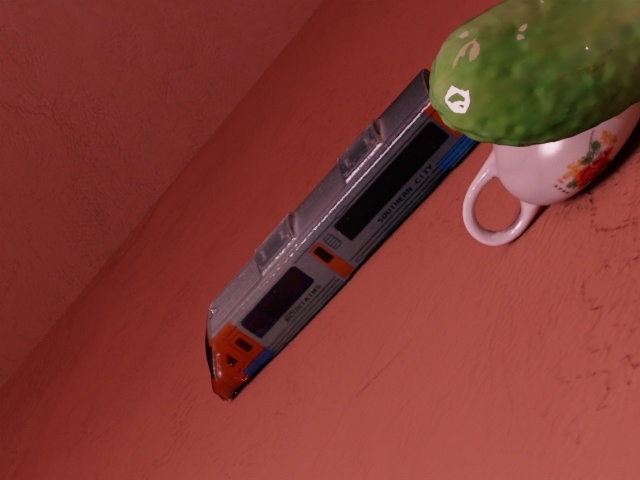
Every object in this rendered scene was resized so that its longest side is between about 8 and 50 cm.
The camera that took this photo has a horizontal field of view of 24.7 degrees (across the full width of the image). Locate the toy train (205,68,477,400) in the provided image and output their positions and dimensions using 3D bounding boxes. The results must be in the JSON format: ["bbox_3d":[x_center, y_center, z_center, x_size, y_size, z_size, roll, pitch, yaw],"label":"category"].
[{"bbox_3d":[0.000,0.000,1.499,0.409,0.089,0.086,-46,20,21],"label":"toy train"}]

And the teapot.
[{"bbox_3d":[0.184,-0.089,1.133,0.226,0.092,0.145,-50,13,22],"label":"teapot"}]

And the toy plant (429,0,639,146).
[{"bbox_3d":[0.272,-0.164,0.845,0.317,0.210,0.356,-19,-19,-45],"label":"toy plant"}]
